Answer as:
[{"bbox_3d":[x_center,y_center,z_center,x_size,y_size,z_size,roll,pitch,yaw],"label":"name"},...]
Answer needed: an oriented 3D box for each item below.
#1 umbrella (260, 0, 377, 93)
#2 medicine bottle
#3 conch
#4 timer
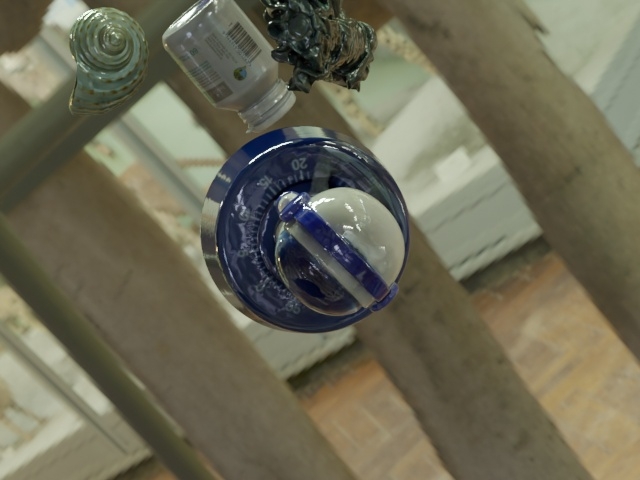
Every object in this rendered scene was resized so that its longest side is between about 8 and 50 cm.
[{"bbox_3d":[0.005,-0.256,1.589,0.094,0.143,0.349,0,8,14],"label":"umbrella"},{"bbox_3d":[-0.140,-0.281,2.029,0.135,0.215,0.135,-35,19,14],"label":"medicine bottle"},{"bbox_3d":[-0.271,-0.219,1.599,0.153,0.102,0.135,97,-168,-71],"label":"conch"},{"bbox_3d":[0.000,0.000,1.476,0.270,0.270,0.383,-44,8,-2],"label":"timer"}]
